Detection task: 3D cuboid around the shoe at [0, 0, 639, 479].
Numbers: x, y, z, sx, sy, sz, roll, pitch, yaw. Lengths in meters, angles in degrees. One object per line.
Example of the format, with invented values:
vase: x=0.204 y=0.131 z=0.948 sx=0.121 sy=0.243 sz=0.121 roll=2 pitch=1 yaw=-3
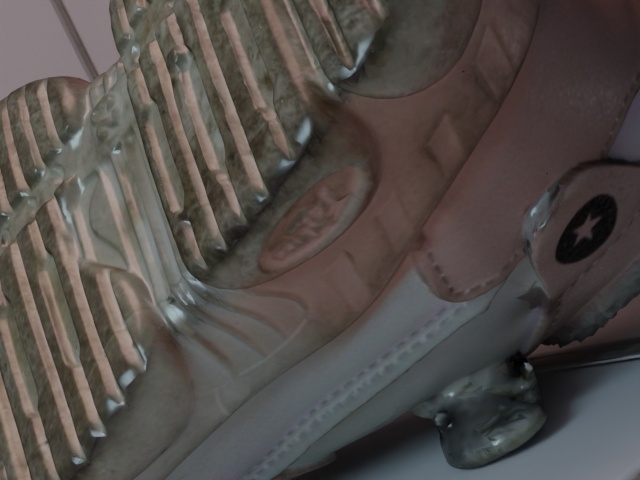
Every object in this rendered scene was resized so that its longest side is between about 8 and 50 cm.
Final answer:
shoe: x=-0.006 y=0.016 z=0.602 sx=0.198 sy=0.172 sz=0.351 roll=12 pitch=-38 yaw=-33
